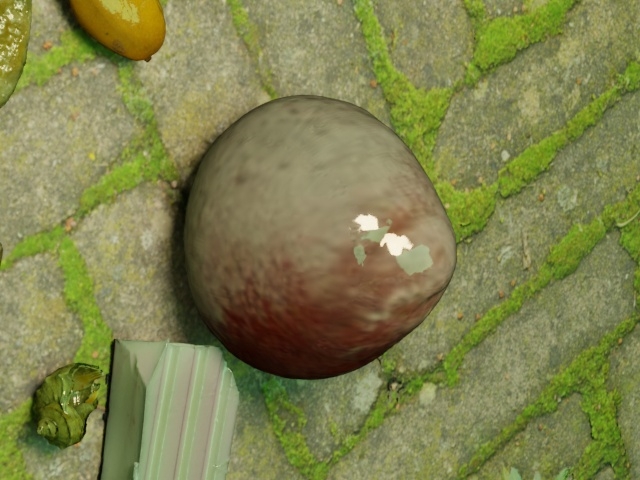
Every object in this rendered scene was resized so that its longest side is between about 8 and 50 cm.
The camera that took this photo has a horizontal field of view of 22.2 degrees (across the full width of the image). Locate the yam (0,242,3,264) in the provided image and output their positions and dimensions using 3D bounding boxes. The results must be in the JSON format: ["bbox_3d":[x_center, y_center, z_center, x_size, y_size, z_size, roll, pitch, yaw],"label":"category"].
[{"bbox_3d":[-0.406,0.175,1.680,0.083,0.083,0.372,15,89,-41],"label":"yam"}]

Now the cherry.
[{"bbox_3d":[0.000,-0.013,1.829,0.291,0.335,0.326,3,67,-26],"label":"cherry"}]

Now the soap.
[{"bbox_3d":[-0.177,0.218,1.873,0.145,0.091,0.231,6,95,-43],"label":"soap"}]

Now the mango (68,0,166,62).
[{"bbox_3d":[-0.228,-0.270,1.734,0.098,0.075,0.190,-53,125,-38],"label":"mango"}]

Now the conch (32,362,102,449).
[{"bbox_3d":[-0.274,0.177,1.790,0.121,0.074,0.089,-42,161,-50],"label":"conch"}]

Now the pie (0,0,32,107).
[{"bbox_3d":[-0.405,-0.216,1.606,0.277,0.078,0.277,-13,113,-35],"label":"pie"}]
